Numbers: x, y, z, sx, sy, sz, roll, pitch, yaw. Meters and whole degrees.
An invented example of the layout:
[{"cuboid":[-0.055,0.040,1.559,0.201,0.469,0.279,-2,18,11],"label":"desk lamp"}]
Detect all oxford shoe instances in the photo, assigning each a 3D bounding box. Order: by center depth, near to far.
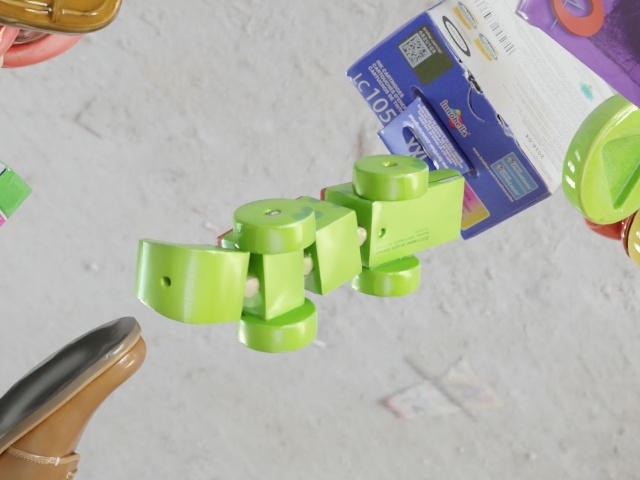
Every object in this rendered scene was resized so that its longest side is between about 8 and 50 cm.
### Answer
[{"cuboid":[-0.178,0.134,0.696,0.212,0.076,0.076,-44,108,4],"label":"oxford shoe"}]

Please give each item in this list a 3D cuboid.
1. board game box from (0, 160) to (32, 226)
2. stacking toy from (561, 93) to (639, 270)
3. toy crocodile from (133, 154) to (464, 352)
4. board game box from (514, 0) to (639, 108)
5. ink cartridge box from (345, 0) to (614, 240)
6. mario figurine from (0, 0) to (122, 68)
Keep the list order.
[{"cuboid":[-0.495,-0.009,1.147,0.242,0.316,0.064,36,169,20],"label":"board game box"},{"cuboid":[0.336,-0.135,1.131,0.280,0.309,0.130,19,-167,-44],"label":"stacking toy"},{"cuboid":[0.000,0.000,0.934,0.105,0.341,0.115,21,122,42],"label":"toy crocodile"},{"cuboid":[0.187,-0.119,0.226,0.208,0.056,0.347,40,146,13],"label":"board game box"},{"cuboid":[0.210,-0.185,1.424,0.151,0.395,0.270,-32,95,36],"label":"ink cartridge box"},{"cuboid":[-0.202,-0.176,0.633,0.320,0.198,0.170,9,125,63],"label":"mario figurine"}]
